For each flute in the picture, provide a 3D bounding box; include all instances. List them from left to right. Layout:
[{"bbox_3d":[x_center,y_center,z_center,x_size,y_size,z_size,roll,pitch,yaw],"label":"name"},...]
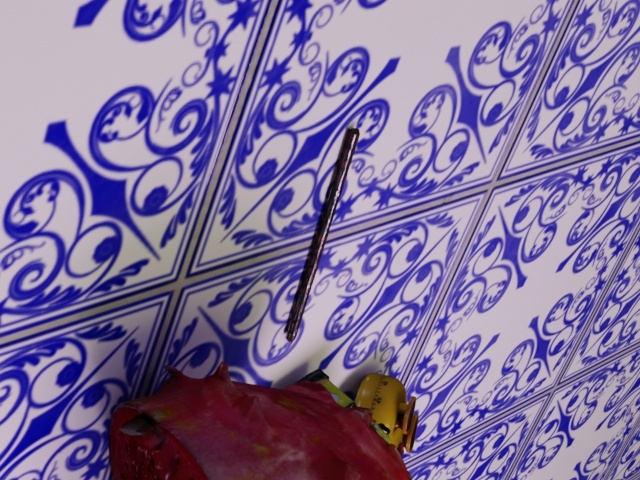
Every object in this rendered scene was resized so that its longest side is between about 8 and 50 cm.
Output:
[{"bbox_3d":[0.000,0.000,1.462,0.014,0.014,0.270,-23,142,-42],"label":"flute"}]

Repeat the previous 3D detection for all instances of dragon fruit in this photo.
[{"bbox_3d":[-0.031,0.275,1.355,0.249,0.386,0.371,-22,115,-25],"label":"dragon fruit"}]

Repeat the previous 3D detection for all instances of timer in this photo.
[{"bbox_3d":[0.056,0.210,1.744,0.107,0.109,0.107,11,90,-77],"label":"timer"}]

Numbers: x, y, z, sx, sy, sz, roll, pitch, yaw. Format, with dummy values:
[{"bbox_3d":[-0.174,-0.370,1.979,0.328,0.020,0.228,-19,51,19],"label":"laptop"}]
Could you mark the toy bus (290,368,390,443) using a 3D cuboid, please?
[{"bbox_3d":[-0.005,0.283,1.653,0.128,0.150,0.262,-36,149,-29],"label":"toy bus"}]
